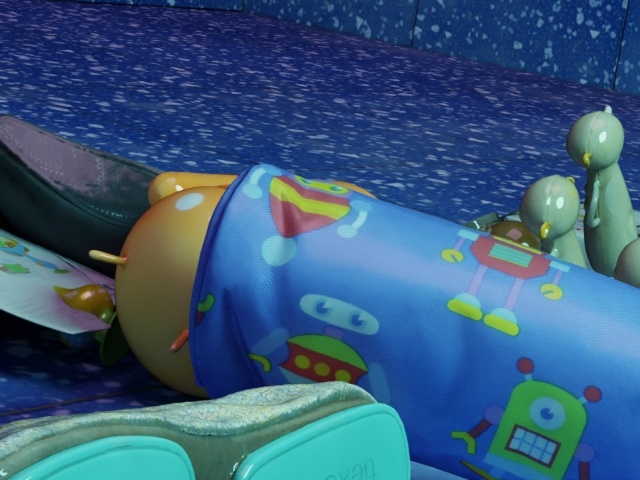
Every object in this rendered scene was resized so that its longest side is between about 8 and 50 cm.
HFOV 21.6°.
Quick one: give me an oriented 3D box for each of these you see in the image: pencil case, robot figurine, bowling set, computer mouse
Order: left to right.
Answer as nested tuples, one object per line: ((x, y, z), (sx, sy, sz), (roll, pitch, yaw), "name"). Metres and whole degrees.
((-0.183, -0.013, 1.148), (0.272, 0.072, 0.188), (19, -31, 12), "computer mouse")
((-0.030, 0.029, 1.003), (0.128, 0.158, 0.219), (-10, -4, 43), "robot figurine")
((0.078, 0.065, 0.827), (0.306, 0.133, 0.119), (19, 14, 11), "pencil case")
((0.187, -0.016, 1.149), (0.199, 0.154, 0.287), (2, 32, 25), "bowling set")

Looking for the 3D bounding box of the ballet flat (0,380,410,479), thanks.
((-0.078, 0.114, 0.670), (0.106, 0.108, 0.316), (0, -1, 31), "ballet flat")

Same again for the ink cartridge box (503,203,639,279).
((0.235, 0.021, 1.349), (0.127, 0.072, 0.175), (16, 14, 31), "ink cartridge box")

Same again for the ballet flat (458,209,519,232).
((0.162, 0.007, 1.434), (0.084, 0.058, 0.250), (-25, -6, 20), "ballet flat")

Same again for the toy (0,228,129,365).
((-0.223, 0.027, 1.053), (0.237, 0.056, 0.137), (18, 11, 21), "toy")
